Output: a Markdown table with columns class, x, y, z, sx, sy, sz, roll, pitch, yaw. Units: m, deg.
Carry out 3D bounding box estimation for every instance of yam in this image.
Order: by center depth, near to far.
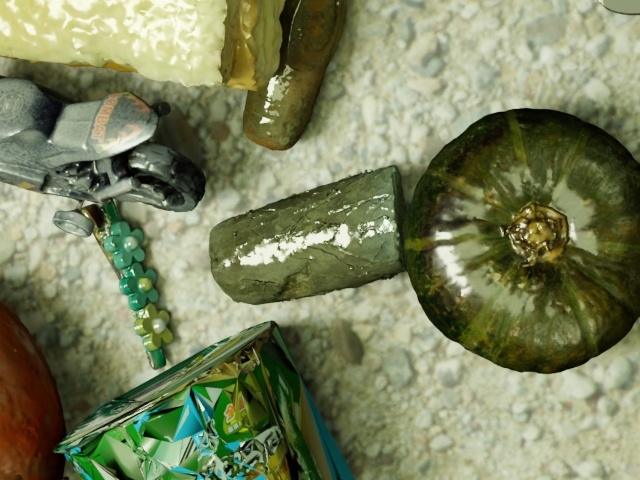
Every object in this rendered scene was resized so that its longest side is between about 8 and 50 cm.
| class | x | y | z | sx | sy | sz | roll | pitch | yaw |
| --- | --- | --- | --- | --- | --- | --- | --- | --- | --- |
| yam | 0.000 | 0.000 | 1.671 | 0.183 | 0.107 | 0.107 | -14 | 95 | 21 |

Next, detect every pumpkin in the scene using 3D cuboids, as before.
| class | x | y | z | sx | sy | sz | roll | pitch | yaw |
| --- | --- | --- | --- | --- | --- | --- | --- | --- | --- |
| pumpkin | 0.177 | 0.000 | 1.590 | 0.224 | 0.157 | 0.223 | 0 | 90 | 0 |

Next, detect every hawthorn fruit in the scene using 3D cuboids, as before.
| class | x | y | z | sx | sy | sz | roll | pitch | yaw |
| --- | --- | --- | --- | --- | --- | --- | --- | --- | --- |
| hawthorn fruit | -0.384 | 0.172 | 1.713 | 0.316 | 0.316 | 0.316 | 3 | 100 | 16 |

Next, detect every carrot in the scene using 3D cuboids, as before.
| class | x | y | z | sx | sy | sz | roll | pitch | yaw |
| --- | --- | --- | --- | --- | --- | --- | --- | --- | --- |
| carrot | -0.004 | -0.244 | 1.653 | 0.070 | 0.070 | 0.342 | 16 | 102 | 13 |

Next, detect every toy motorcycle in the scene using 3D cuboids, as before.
| class | x | y | z | sx | sy | sz | roll | pitch | yaw |
| --- | --- | --- | --- | --- | --- | --- | --- | --- | --- |
| toy motorcycle | -0.250 | -0.090 | 1.686 | 0.307 | 0.173 | 0.108 | 9 | 68 | 26 |

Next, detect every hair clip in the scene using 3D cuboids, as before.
| class | x | y | z | sx | sy | sz | roll | pitch | yaw |
| --- | --- | --- | --- | --- | --- | --- | --- | --- | --- |
| hair clip | -0.176 | 0.037 | 1.760 | 0.049 | 0.049 | 0.173 | -23 | 91 | 19 |

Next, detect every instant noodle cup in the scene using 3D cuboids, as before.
| class | x | y | z | sx | sy | sz | roll | pitch | yaw |
| --- | --- | --- | --- | --- | --- | --- | --- | --- | --- |
| instant noodle cup | -0.094 | 0.199 | 1.670 | 0.240 | 0.240 | 0.178 | -28 | 95 | 19 |

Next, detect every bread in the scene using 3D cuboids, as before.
| class | x | y | z | sx | sy | sz | roll | pitch | yaw |
| --- | --- | --- | --- | --- | --- | --- | --- | --- | --- |
| bread | -0.206 | -0.264 | 1.631 | 0.375 | 0.165 | 0.236 | 11 | 98 | 24 |

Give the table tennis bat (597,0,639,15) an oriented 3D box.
| class | x | y | z | sx | sy | sz | roll | pitch | yaw |
| --- | --- | --- | --- | --- | --- | --- | --- | --- | --- |
| table tennis bat | 0.246 | -0.231 | 1.606 | 0.156 | 0.013 | 0.087 | -5 | 98 | 16 |
